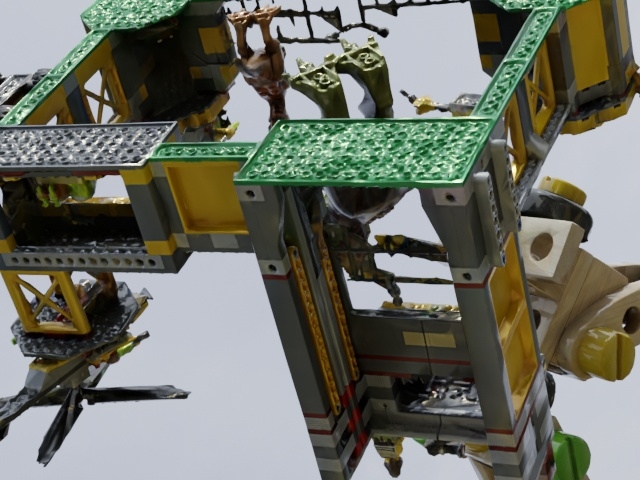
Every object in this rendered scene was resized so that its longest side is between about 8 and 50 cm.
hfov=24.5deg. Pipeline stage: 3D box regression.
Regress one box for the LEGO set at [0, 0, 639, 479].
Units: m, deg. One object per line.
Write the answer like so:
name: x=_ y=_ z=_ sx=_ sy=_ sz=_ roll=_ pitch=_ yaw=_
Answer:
LEGO set: x=0.000 y=0.000 z=0.700 sx=0.331 sy=0.255 sz=0.192 roll=-3 pitch=-57 yaw=18

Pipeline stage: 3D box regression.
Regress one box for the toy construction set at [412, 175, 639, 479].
toy construction set: x=0.170 y=0.102 z=1.002 sx=0.257 sy=0.309 sz=0.237 roll=-46 pitch=-53 yaw=8
